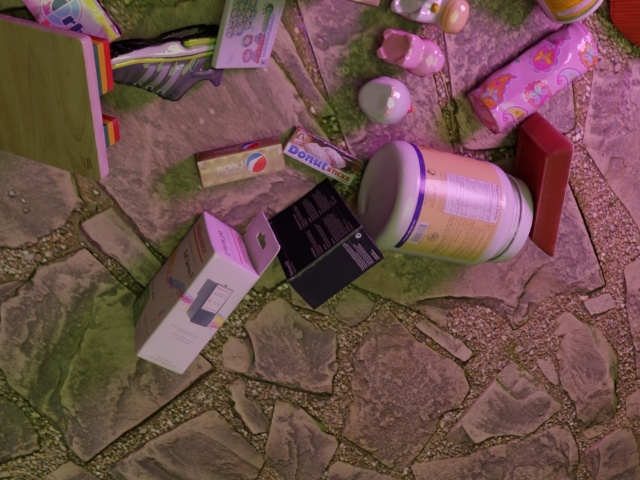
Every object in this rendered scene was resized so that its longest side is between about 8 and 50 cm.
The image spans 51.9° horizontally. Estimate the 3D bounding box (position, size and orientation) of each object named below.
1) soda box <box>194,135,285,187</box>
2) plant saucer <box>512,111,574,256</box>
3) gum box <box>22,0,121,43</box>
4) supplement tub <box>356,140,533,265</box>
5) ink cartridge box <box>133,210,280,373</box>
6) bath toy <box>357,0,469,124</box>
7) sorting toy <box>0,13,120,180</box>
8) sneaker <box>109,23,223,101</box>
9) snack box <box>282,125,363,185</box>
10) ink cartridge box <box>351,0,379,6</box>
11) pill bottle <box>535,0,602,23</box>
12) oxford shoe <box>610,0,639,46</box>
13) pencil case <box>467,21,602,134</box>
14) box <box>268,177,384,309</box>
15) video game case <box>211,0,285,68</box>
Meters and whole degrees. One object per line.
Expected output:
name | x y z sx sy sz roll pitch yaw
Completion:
soda box | -0.170 -0.167 1.388 0.181 0.058 0.061 -14 119 -10
plant saucer | 0.486 -0.132 1.490 0.047 0.258 0.259 -1 117 0
gum box | -0.456 -0.423 1.171 0.107 0.062 0.188 -31 120 1
supplement tub | 0.272 -0.074 1.458 0.331 0.241 0.241 10 113 -21
ink cartridge box | -0.252 0.081 1.404 0.119 0.207 0.353 33 103 -29
bath toy | 0.198 -0.399 1.345 0.129 0.151 0.348 -12 130 -61
sorting toy | -0.478 -0.266 1.161 0.255 0.089 0.257 17 128 16
sneaker | -0.319 -0.316 1.243 0.299 0.111 0.121 -14 123 -7
snack box | 0.005 -0.185 1.450 0.178 0.022 0.064 24 109 -26
ink cartridge box | -0.011 -0.488 1.167 0.193 0.235 0.088 5 114 -18
pill bottle | 0.460 -0.548 1.290 0.136 0.136 0.245 -51 138 12
oxford shoe | 0.694 -0.552 1.408 0.133 0.130 0.363 -52 127 -6
pencil case | 0.466 -0.357 1.445 0.284 0.124 0.124 -37 120 3
box | 0.000 0.000 1.405 0.184 0.261 0.103 -35 120 4
video game case | -0.134 -0.402 1.245 0.143 0.019 0.157 -19 138 -49
